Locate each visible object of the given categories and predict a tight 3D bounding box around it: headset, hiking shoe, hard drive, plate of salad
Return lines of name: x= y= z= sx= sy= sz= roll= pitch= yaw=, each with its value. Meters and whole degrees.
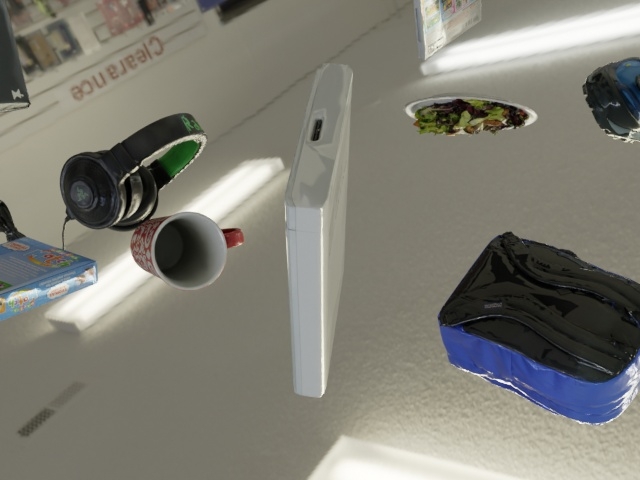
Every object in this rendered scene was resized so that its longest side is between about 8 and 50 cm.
headset: x=-0.385 y=-0.105 z=1.278 sx=0.394 sy=0.185 sz=0.243 roll=-38 pitch=178 yaw=1
hiking shoe: x=0.455 y=-0.201 z=0.892 sx=0.304 sy=0.113 sz=0.132 roll=-10 pitch=161 yaw=-28
hard drive: x=0.000 y=0.000 z=0.888 sx=0.047 sy=0.353 sz=0.233 roll=6 pitch=-131 yaw=5
plate of salad: x=0.224 y=-0.182 z=1.100 sx=0.199 sy=0.048 sz=0.200 roll=7 pitch=176 yaw=0

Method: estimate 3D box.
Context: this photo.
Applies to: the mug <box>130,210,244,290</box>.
mug: x=-0.210 y=0.017 z=1.119 sx=0.169 sy=0.150 sz=0.113 roll=4 pitch=-102 yaw=61

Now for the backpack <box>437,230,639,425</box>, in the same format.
backpack: x=0.157 y=0.062 z=0.480 sx=0.120 sy=0.101 sz=0.098 roll=19 pitch=-119 yaw=37

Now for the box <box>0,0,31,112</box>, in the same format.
box: x=-0.355 y=-0.225 z=0.579 sx=0.184 sy=0.261 sz=0.103 roll=4 pitch=-158 yaw=31

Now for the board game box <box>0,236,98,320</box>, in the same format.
board game box: x=-0.423 y=0.053 z=0.935 sx=0.160 sy=0.039 sz=0.211 roll=14 pitch=-155 yaw=33

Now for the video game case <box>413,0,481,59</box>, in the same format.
video game case: x=0.229 y=-0.422 z=1.301 sx=0.157 sy=0.143 sz=0.019 roll=-38 pitch=-129 yaw=-19
